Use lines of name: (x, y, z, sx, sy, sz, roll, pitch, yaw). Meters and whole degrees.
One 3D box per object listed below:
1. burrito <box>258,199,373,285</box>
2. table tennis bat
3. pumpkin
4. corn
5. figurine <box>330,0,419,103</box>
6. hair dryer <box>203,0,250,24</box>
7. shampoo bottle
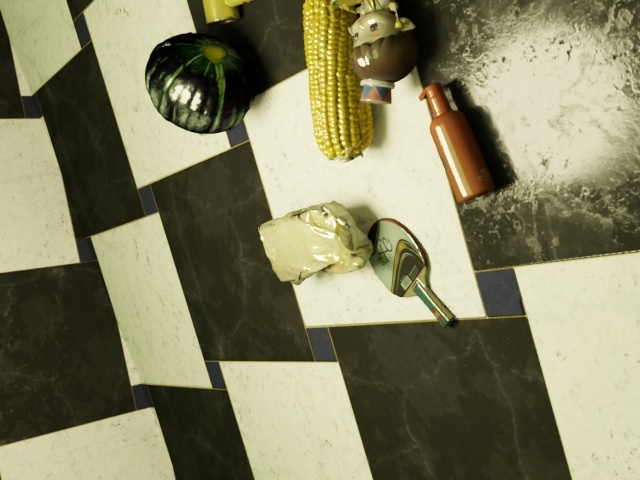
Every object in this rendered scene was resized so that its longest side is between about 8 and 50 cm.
burrito: (0.002, 0.003, 1.827, 0.332, 0.135, 0.190, -17, 93, 51)
table tennis bat: (0.205, 0.079, 1.709, 0.301, 0.022, 0.173, 54, 139, 24)
pumpkin: (-0.320, -0.394, 1.922, 0.296, 0.296, 0.295, 23, 122, 43)
corn: (0.036, -0.367, 1.635, 0.144, 0.144, 0.386, 1, 102, 50)
figurine: (0.113, -0.415, 1.500, 0.161, 0.158, 0.275, -16, 93, 56)
hair dryer: (-0.195, -0.636, 1.853, 0.279, 0.090, 0.134, 2, 104, 43)
shampoo bottle: (0.268, -0.199, 1.469, 0.085, 0.086, 0.244, -30, 80, 51)
